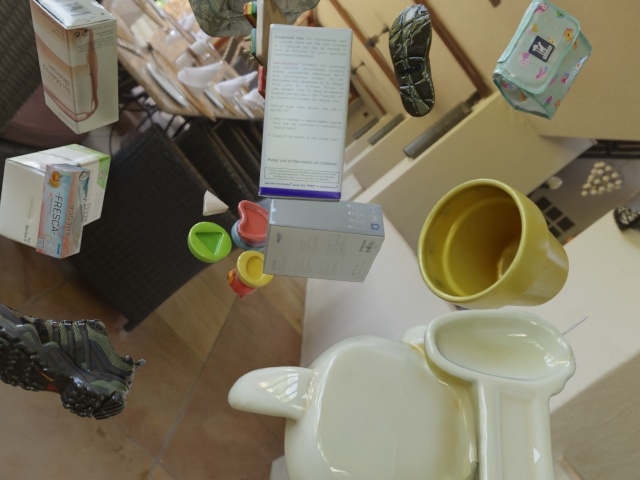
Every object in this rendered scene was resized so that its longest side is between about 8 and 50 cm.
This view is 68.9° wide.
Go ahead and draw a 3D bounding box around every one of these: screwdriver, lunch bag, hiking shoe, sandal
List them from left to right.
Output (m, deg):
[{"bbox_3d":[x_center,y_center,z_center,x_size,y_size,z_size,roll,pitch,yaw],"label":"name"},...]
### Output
[{"bbox_3d":[-0.352,0.145,0.630,0.227,0.086,0.114,43,21,-19],"label":"hiking shoe"},{"bbox_3d":[-0.136,-0.608,1.035,0.256,0.304,0.213,-13,-81,56],"label":"lunch bag"},{"bbox_3d":[0.194,-0.359,0.948,0.060,0.089,0.220,-18,97,-68],"label":"sandal"},{"bbox_3d":[0.589,-0.488,1.267,0.262,0.224,0.160,19,14,-45],"label":"lunch bag"},{"bbox_3d":[0.407,0.186,0.840,0.025,0.170,0.024,42,12,-20],"label":"screwdriver"}]

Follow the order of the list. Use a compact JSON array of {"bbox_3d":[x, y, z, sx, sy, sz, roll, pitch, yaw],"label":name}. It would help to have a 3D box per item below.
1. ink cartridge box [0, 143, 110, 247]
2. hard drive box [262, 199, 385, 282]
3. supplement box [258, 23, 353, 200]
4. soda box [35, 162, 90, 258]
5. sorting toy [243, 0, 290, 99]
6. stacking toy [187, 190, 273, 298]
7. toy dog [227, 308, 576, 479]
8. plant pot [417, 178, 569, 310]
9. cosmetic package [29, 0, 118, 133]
[{"bbox_3d":[-0.680,-0.125,1.210,0.114,0.199,0.273,20,19,-1],"label":"ink cartridge box"},{"bbox_3d":[0.000,0.000,0.993,0.181,0.231,0.089,108,-15,-52],"label":"hard drive box"},{"bbox_3d":[-0.018,-0.167,0.651,0.111,0.113,0.220,-63,155,-86],"label":"supplement box"},{"bbox_3d":[-0.518,-0.060,0.941,0.058,0.183,0.063,16,13,3],"label":"soda box"},{"bbox_3d":[-0.099,-0.359,0.864,0.132,0.046,0.275,22,67,-70],"label":"sorting toy"},{"bbox_3d":[-0.288,0.014,1.488,0.279,0.130,0.309,23,46,-21],"label":"stacking toy"},{"bbox_3d":[0.080,0.300,0.592,0.408,0.394,0.285,100,-8,-54],"label":"toy dog"},{"bbox_3d":[0.373,0.030,0.963,0.238,0.254,0.254,19,26,-32],"label":"plant pot"},{"bbox_3d":[-0.600,-0.436,1.156,0.153,0.296,0.129,40,49,13],"label":"cosmetic package"}]
